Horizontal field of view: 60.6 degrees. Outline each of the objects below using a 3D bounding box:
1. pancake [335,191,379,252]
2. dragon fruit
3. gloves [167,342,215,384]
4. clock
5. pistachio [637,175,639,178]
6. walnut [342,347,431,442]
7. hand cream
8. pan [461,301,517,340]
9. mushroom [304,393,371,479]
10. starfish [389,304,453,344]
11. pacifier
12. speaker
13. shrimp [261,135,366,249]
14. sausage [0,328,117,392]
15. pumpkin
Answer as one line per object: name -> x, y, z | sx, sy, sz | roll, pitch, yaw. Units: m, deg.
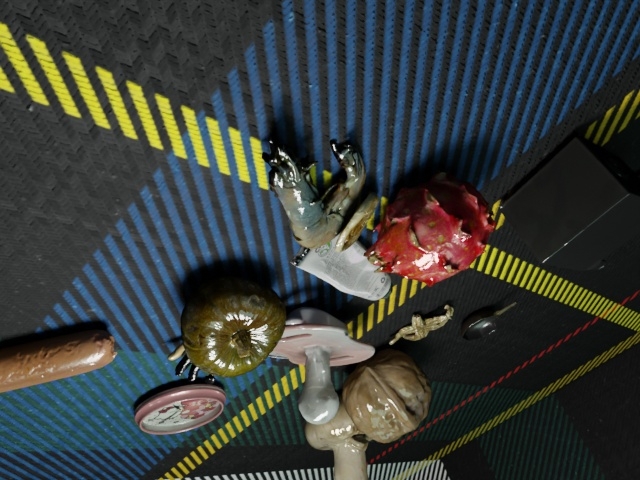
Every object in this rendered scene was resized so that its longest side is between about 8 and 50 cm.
pancake -> 0.070, -0.033, 1.047 | 0.139, 0.022, 0.139 | -53, 170, -14
dragon fruit -> 0.207, -0.010, 1.076 | 0.268, 0.210, 0.205 | -27, 128, 16
gloves -> -0.252, 0.250, 1.242 | 0.181, 0.129, 0.106 | 4, 114, -18
clock -> -0.374, 0.452, 1.477 | 0.245, 0.056, 0.244 | -15, 146, -10
pistachio -> 0.805, -0.099, 1.351 | 0.189, 0.110, 0.100 | 8, 166, -37
walnut -> 0.198, 0.457, 1.635 | 0.273, 0.227, 0.273 | 3, 119, 5
hand cream -> 0.064, 0.055, 1.172 | 0.121, 0.076, 0.336 | -57, 141, -2
pan -> 0.520, 0.236, 1.680 | 0.202, 0.048, 0.128 | -35, 144, 20
mushroom -> 0.107, 0.654, 1.796 | 0.293, 0.290, 0.292 | -12, 149, -7
starfish -> 0.293, 0.254, 1.581 | 0.210, 0.053, 0.150 | -25, 140, 7
pacifier -> -0.009, 0.279, 1.320 | 0.220, 0.273, 0.332 | -46, 142, 4
speaker -> 0.580, -0.073, 1.200 | 0.254, 0.184, 0.232 | 8, 135, -40
shrimp -> 0.009, -0.096, 0.941 | 0.178, 0.075, 0.289 | -39, 138, -13
sausage -> -0.554, 0.240, 1.079 | 0.289, 0.086, 0.086 | -13, 143, -15
pumpkin -> -0.178, 0.179, 1.104 | 0.219, 0.162, 0.218 | -12, 118, -23
